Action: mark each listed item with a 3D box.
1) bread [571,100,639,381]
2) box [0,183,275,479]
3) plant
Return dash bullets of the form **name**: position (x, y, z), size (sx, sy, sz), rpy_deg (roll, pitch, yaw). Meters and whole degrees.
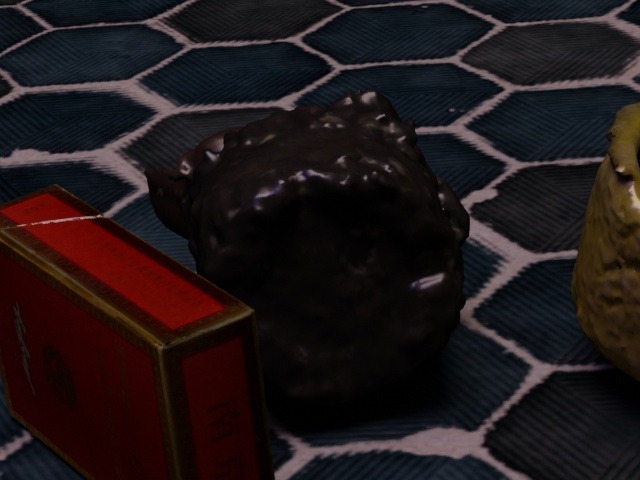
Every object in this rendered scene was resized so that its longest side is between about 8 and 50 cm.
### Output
- **bread**: position (0.252, 0.006, 1.202), size (0.197, 0.170, 0.197), rpy_deg (0, 38, 0)
- **box**: position (-0.120, 0.076, 1.152), size (0.074, 0.153, 0.240), rpy_deg (-26, 32, -27)
- **plant**: position (0.000, 0.000, 1.263), size (0.204, 0.178, 0.234), rpy_deg (-19, 16, -2)
